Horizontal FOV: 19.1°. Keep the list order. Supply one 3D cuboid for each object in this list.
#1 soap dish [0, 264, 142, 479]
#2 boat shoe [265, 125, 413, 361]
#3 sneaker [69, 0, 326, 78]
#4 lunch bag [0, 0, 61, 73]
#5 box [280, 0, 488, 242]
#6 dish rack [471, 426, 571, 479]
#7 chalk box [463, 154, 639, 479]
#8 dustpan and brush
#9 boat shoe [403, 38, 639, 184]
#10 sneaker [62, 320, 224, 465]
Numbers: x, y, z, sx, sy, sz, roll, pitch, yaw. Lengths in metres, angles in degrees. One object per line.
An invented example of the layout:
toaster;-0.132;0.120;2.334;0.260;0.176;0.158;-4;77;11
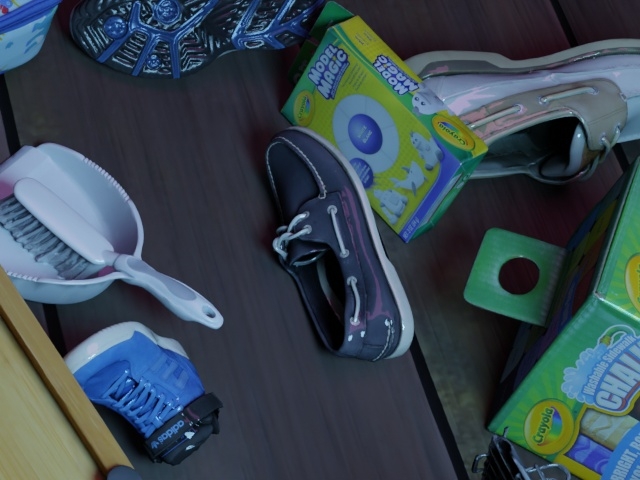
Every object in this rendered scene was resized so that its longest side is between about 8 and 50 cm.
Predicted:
soap dish;-0.252;0.121;1.162;0.229;0.118;0.291;-20;65;-39
boat shoe;0.000;0.000;1.434;0.065;0.075;0.206;-8;62;-37
sneaker;-0.105;-0.181;1.544;0.211;0.080;0.081;-7;20;-24
lunch bag;-0.311;-0.218;1.443;0.219;0.090;0.176;47;44;13
box;0.041;-0.097;1.517;0.043;0.105;0.179;-27;68;-42
dish rack;0.153;0.239;1.187;0.074;0.271;0.208;-19;61;-12
chalk box;0.250;0.073;1.430;0.289;0.179;0.180;29;44;-4
dustpan and brush;-0.161;0.009;1.347;0.211;0.060;0.147;38;45;6
boat shoe;0.202;-0.098;1.610;0.302;0.113;0.103;-6;57;-19
sneaker;-0.113;0.106;1.258;0.084;0.058;0.152;56;9;18
